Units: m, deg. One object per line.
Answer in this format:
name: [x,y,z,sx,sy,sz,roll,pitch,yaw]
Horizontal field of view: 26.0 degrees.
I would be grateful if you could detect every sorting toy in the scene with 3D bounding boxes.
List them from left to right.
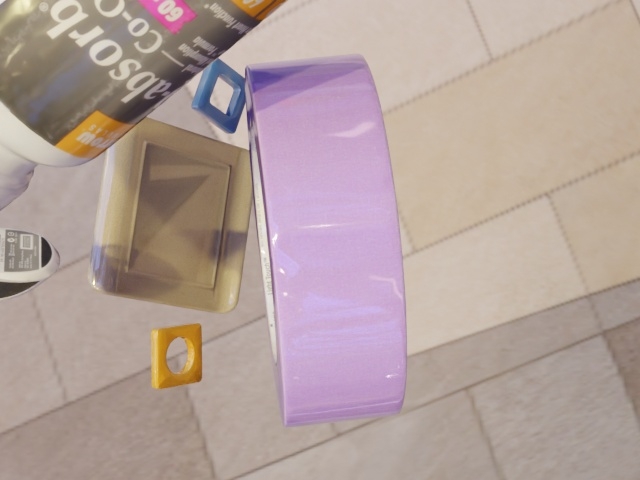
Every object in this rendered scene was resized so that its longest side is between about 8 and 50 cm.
sorting toy: [-0.156,-0.023,1.427,0.047,0.196,0.347,3,83,41]

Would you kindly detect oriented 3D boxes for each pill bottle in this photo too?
pill bottle: [-0.149,-0.145,0.862,0.278,0.162,0.162,-38,72,13]

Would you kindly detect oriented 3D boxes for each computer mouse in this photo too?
computer mouse: [-0.301,0.022,1.078,0.193,0.106,0.042,5,122,-13]

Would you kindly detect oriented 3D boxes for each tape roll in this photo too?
tape roll: [0.000,0.000,1.048,0.090,0.275,0.274,-6,83,-4]
